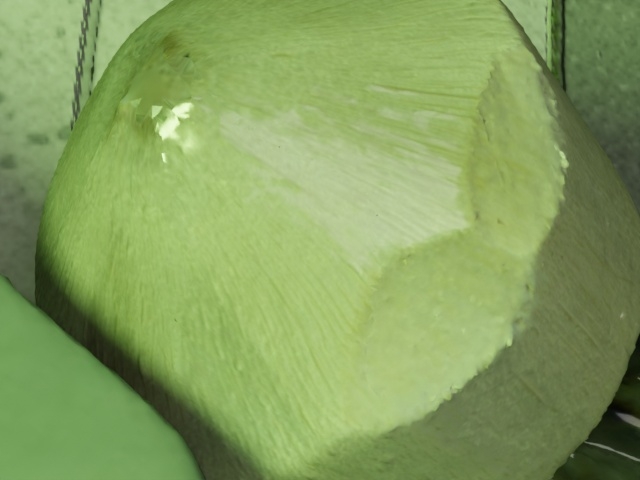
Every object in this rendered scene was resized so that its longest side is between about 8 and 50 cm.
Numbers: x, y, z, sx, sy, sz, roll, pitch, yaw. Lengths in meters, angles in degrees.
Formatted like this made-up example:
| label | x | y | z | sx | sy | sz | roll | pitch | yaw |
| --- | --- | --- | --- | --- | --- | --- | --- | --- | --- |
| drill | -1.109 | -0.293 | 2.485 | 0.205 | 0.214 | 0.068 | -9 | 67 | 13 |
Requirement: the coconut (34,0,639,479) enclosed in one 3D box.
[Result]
| label | x | y | z | sx | sy | sz | roll | pitch | yaw |
| --- | --- | --- | --- | --- | --- | --- | --- | --- | --- |
| coconut | 0.000 | 0.000 | 0.637 | 0.237 | 0.266 | 0.237 | -15 | 54 | 22 |

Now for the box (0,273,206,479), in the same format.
| label | x | y | z | sx | sy | sz | roll | pitch | yaw |
| --- | --- | --- | --- | --- | --- | --- | --- | --- | --- |
| box | -0.287 | 0.107 | 0.492 | 0.396 | 0.111 | 0.396 | 40 | 61 | 12 |

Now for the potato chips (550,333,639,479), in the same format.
| label | x | y | z | sx | sy | sz | roll | pitch | yaw |
| --- | --- | --- | --- | --- | --- | --- | --- | --- | --- |
| potato chips | 0.211 | 0.216 | 0.735 | 0.373 | 0.097 | 0.389 | -35 | 84 | -29 |
